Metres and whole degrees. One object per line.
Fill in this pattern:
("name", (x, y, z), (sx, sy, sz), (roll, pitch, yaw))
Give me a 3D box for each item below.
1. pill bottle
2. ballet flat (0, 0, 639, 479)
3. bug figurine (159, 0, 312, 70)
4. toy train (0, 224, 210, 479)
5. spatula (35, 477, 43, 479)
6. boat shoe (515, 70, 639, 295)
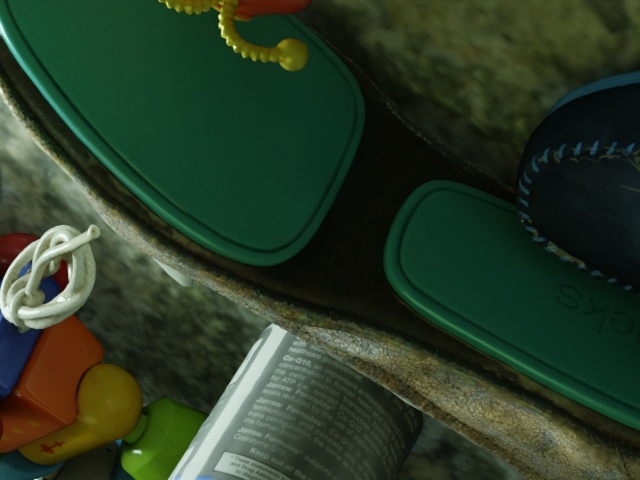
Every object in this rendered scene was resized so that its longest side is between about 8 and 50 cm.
("pill bottle", (-0.005, 0.079, 0.682), (0.078, 0.137, 0.078), (21, 144, 16))
("ballet flat", (0.000, 0.000, 0.615), (0.316, 0.107, 0.106), (35, 153, -3))
("bug figurine", (-0.078, -0.175, 0.480), (0.279, 0.072, 0.216), (31, 145, 2))
("toy train", (-0.108, 0.072, 0.794), (0.143, 0.105, 0.248), (34, 147, -22))
("spatula", (-0.075, 0.225, 0.919), (0.019, 0.168, 0.242), (-42, 111, 14))
("boat shoe", (0.174, 0.013, 0.505), (0.258, 0.089, 0.109), (13, 141, 25))
